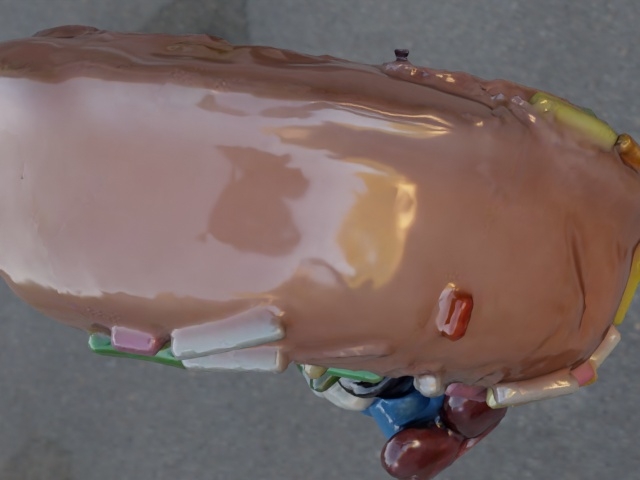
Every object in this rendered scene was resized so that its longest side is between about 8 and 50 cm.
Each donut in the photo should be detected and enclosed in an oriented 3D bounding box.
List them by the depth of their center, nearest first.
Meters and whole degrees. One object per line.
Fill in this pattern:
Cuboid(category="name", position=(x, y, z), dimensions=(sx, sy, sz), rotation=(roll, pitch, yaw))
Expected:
Cuboid(category="donut", position=(0.000, 0.000, 0.452), dimensions=(0.199, 0.233, 0.085), rotation=(7, 86, 3))

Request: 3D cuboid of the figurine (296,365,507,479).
Cuboid(category="figurine", position=(-0.015, 0.013, 0.764), dimensions=(0.127, 0.234, 0.185), rotation=(-36, 37, 17))
